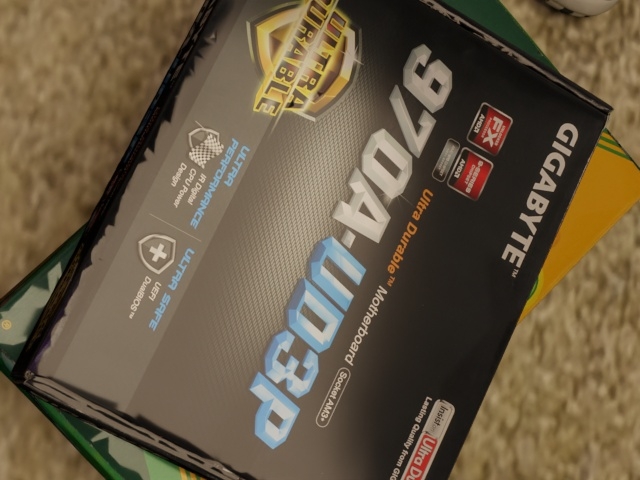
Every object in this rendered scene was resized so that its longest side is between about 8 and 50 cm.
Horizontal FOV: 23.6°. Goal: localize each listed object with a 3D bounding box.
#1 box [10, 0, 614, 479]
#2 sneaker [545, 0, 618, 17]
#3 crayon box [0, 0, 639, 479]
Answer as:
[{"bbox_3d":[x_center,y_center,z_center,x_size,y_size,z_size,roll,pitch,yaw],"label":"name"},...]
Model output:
[{"bbox_3d":[0.000,0.000,0.635,0.175,0.051,0.220,30,77,-14],"label":"box"},{"bbox_3d":[0.186,-0.222,0.757,0.086,0.132,0.228,24,79,-15],"label":"sneaker"},{"bbox_3d":[-0.002,0.008,0.705,0.278,0.081,0.165,-44,99,-16],"label":"crayon box"}]
